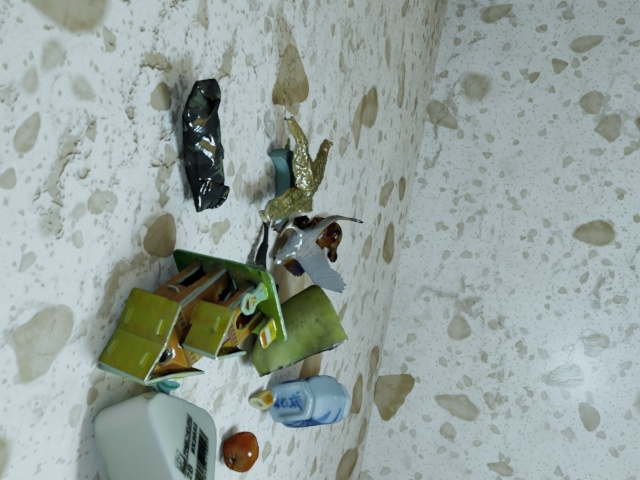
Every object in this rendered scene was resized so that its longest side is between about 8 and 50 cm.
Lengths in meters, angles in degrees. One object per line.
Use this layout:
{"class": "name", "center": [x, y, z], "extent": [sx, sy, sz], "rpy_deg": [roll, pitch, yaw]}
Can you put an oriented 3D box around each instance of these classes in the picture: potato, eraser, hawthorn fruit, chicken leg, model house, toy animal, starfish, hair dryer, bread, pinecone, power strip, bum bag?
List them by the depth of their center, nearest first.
{"class": "eraser", "center": [-0.340, 0.516, 1.288], "extent": [0.331, 0.150, 0.331], "rpy_deg": [-18, 90, -82]}
{"class": "model house", "center": [-0.283, 0.249, 1.297], "extent": [0.323, 0.300, 0.340], "rpy_deg": [-42, 133, -43]}
{"class": "bum bag", "center": [-0.273, -0.208, 1.366], "extent": [0.144, 0.095, 0.340], "rpy_deg": [-60, 160, -48]}
{"class": "hair dryer", "center": [-0.208, 0.082, 1.727], "extent": [0.303, 0.120, 0.359], "rpy_deg": [37, 54, -52]}
{"class": "starfish", "center": [-0.061, -0.204, 1.801], "extent": [0.432, 0.082, 0.324], "rpy_deg": [-3, 106, -69]}
{"class": "hawthorn fruit", "center": [-0.247, 0.658, 1.827], "extent": [0.128, 0.128, 0.128], "rpy_deg": [10, 90, -69]}
{"class": "power strip", "center": [-0.115, -0.197, 1.842], "extent": [0.167, 0.054, 0.253], "rpy_deg": [-42, 139, -62]}
{"class": "potato", "center": [-0.107, 0.294, 1.878], "extent": [0.213, 0.280, 0.330], "rpy_deg": [66, -17, 8]}
{"class": "toy animal", "center": [-0.016, -0.008, 1.944], "extent": [0.302, 0.225, 0.284], "rpy_deg": [34, 82, -41]}
{"class": "bread", "center": [-0.201, 0.546, 1.974], "extent": [0.103, 0.049, 0.062], "rpy_deg": [-14, 85, -66]}
{"class": "pinecone", "center": [-0.061, -0.048, 2.036], "extent": [0.083, 0.077, 0.077], "rpy_deg": [66, 25, -1]}
{"class": "chicken leg", "center": [0.023, 0.002, 2.282], "extent": [0.322, 0.083, 0.177], "rpy_deg": [7, 102, -68]}

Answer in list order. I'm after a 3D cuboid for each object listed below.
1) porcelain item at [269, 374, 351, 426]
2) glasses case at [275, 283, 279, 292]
{"class": "porcelain item", "center": [-0.037, 0.605, 2.187], "extent": [0.405, 0.242, 0.178], "rpy_deg": [37, 43, -63]}
{"class": "glasses case", "center": [-0.165, 0.169, 1.926], "extent": [0.083, 0.023, 0.033], "rpy_deg": [-26, 129, -63]}
